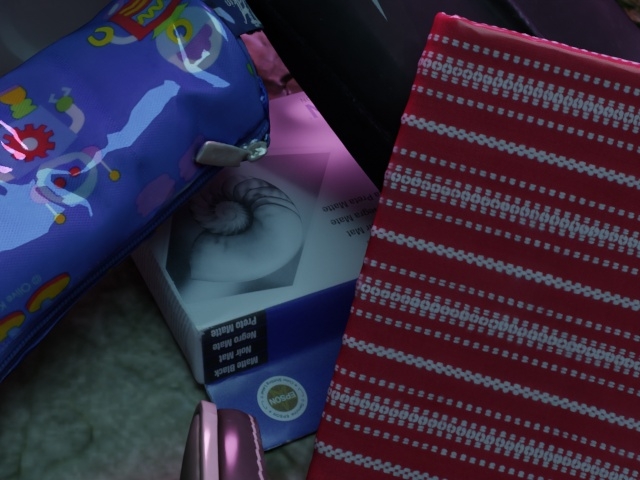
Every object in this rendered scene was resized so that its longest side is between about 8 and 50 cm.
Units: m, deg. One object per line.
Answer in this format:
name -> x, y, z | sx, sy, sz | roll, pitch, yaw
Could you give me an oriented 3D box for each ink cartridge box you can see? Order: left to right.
ink cartridge box -> 0.000, 0.000, 0.718 | 0.223, 0.045, 0.224 | -18, 57, -25

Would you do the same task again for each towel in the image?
towel -> 0.116, 0.039, 0.600 | 0.199, 0.275, 0.031 | 15, 7, 1

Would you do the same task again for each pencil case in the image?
pencil case -> -0.153, -0.014, 0.611 | 0.133, 0.119, 0.306 | 36, 65, 23

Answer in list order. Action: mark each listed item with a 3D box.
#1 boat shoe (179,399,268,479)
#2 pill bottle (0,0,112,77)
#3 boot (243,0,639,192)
boat shoe -> -0.029, 0.184, 0.541 | 0.069, 0.081, 0.227 | 2, 57, -14
pill bottle -> -0.169, -0.263, 0.811 | 0.181, 0.181, 0.323 | 1, 51, -12
boot -> 0.075, -0.245, 0.699 | 0.445, 0.146, 0.367 | 47, 68, -4
